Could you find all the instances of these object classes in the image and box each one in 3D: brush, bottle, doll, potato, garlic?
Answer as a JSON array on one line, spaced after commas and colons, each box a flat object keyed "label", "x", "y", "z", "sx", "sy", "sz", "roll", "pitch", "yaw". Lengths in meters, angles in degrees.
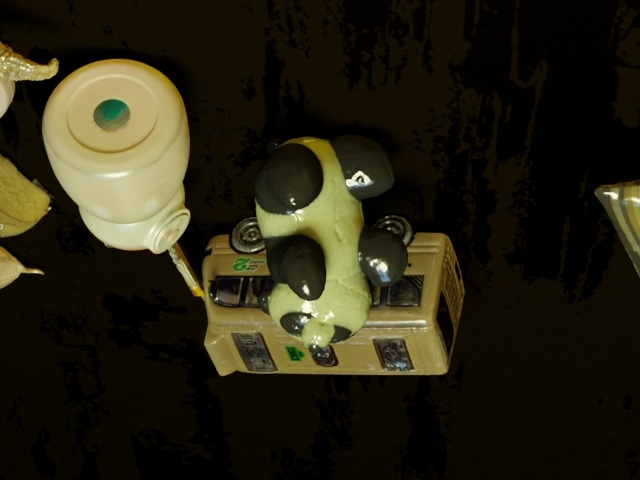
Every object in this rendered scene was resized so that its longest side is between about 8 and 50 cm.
[{"label": "brush", "x": -0.141, "y": 0.056, "z": 2.120, "sx": 0.013, "sy": 0.103, "sz": 0.272, "roll": -30, "pitch": 147, "yaw": 0}, {"label": "bottle", "x": -0.207, "y": -0.072, "z": 1.905, "sx": 0.148, "sy": 0.147, "sz": 0.236, "roll": 8, "pitch": 152, "yaw": 6}, {"label": "doll", "x": 0.001, "y": -0.002, "z": 1.879, "sx": 0.144, "sy": 0.234, "sz": 0.135, "roll": -8, "pitch": 176, "yaw": -30}, {"label": "potato", "x": -0.396, "y": -0.054, "z": 2.023, "sx": 0.101, "sy": 0.089, "sz": 0.172, "roll": -11, "pitch": 141, "yaw": 32}, {"label": "garlic", "x": -0.422, "y": 0.029, "z": 2.165, "sx": 0.084, "sy": 0.066, "sz": 0.152, "roll": -23, "pitch": 130, "yaw": 36}]

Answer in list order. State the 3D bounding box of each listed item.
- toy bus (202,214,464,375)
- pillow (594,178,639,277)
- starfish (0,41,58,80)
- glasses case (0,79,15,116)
[{"label": "toy bus", "x": 0.009, "y": 0.073, "z": 2.023, "sx": 0.290, "sy": 0.157, "sz": 0.139, "roll": 1, "pitch": 143, "yaw": 15}, {"label": "pillow", "x": 0.417, "y": -0.008, "z": 1.885, "sx": 0.212, "sy": 0.052, "sz": 0.208, "roll": -7, "pitch": 144, "yaw": 26}, {"label": "starfish", "x": -0.412, "y": -0.283, "z": 1.706, "sx": 0.302, "sy": 0.084, "sz": 0.293, "roll": 13, "pitch": 144, "yaw": 11}, {"label": "glasses case", "x": -0.466, "y": -0.166, "z": 1.897, "sx": 0.297, "sy": 0.075, "sz": 0.113, "roll": -3, "pitch": 136, "yaw": 19}]
